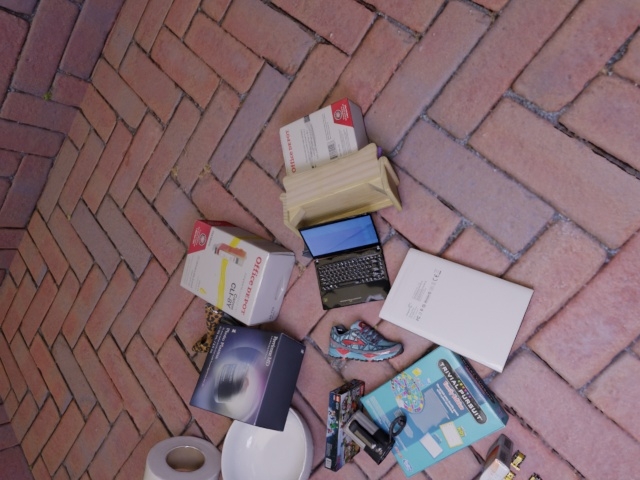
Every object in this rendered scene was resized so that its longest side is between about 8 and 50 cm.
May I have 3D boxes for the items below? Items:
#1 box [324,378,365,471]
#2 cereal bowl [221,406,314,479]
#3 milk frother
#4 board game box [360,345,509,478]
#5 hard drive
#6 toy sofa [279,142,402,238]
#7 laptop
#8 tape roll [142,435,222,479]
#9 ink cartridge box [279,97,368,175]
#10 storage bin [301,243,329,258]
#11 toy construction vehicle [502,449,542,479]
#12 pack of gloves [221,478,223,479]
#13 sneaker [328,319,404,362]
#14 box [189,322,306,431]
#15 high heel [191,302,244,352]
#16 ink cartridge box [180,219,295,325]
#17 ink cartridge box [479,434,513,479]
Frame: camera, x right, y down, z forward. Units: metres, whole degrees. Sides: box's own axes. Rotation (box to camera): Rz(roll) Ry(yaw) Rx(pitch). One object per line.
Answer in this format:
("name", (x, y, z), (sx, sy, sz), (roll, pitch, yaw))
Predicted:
("box", (0.079, 0.573, 1.313), (0.044, 0.159, 0.233), (4, 91, 33))
("cereal bowl", (-0.165, 0.733, 1.437), (0.338, 0.141, 0.339), (-14, 56, 22))
("milk frother", (0.161, 0.544, 1.221), (0.134, 0.129, 0.143), (34, 63, 28))
("board game box", (0.319, 0.488, 1.217), (0.336, 0.079, 0.254), (-42, 68, 23))
("hard drive", (0.371, 0.182, 1.172), (0.353, 0.047, 0.233), (21, 77, 31))
("toy sofa", (0.062, -0.146, 1.317), (0.362, 0.150, 0.177), (-18, 61, 20))
("laptop", (0.080, 0.073, 1.309), (0.234, 0.136, 0.264), (-13, 82, 14))
("tape roll", (-0.524, 0.878, 1.601), (0.286, 0.286, 0.100), (16, 97, 31))
("ink cartridge box", (0.013, -0.324, 1.408), (0.272, 0.114, 0.197), (-15, 82, 29))
("storage bin", (0.000, 0.000, 1.425), (0.135, 0.098, 0.091), (-17, 70, 30))
("toy construction vehicle", (0.531, 0.627, 1.109), (0.086, 0.035, 0.098), (38, 107, 27))
("pack of gloves", (-0.237, 0.902, 1.472), (0.232, 0.195, 0.046), (13, 85, 31))
("sneaker", (0.134, 0.315, 1.322), (0.261, 0.104, 0.125), (-5, 84, 31))
("box", (-0.246, 0.462, 1.446), (0.294, 0.183, 0.296), (1, 63, 30))
("high heel", (-0.450, 0.337, 1.628), (0.261, 0.186, 0.093), (-30, 32, 18))
("ink cartridge box", (-0.317, 0.109, 1.568), (0.384, 0.160, 0.279), (22, 99, 30))
("ink cartridge box", (0.434, 0.614, 1.105), (0.045, 0.145, 0.179), (41, 109, 21))
